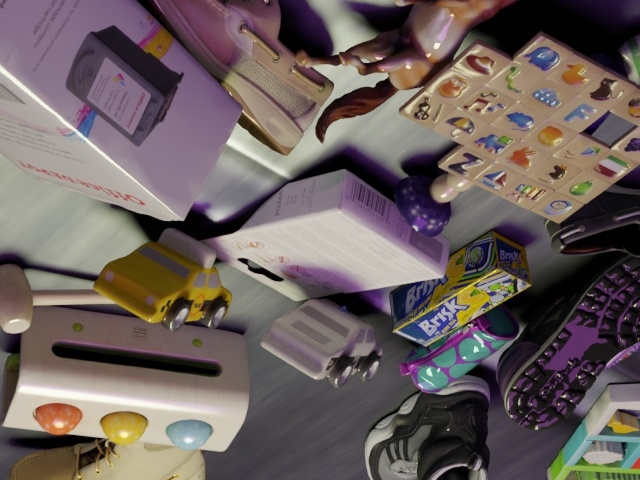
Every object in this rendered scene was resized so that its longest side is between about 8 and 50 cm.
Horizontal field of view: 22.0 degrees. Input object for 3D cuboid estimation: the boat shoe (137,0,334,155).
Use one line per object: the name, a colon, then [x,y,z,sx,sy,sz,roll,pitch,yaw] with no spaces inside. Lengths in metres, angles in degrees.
boat shoe: [-0.088,-0.193,1.475,0.098,0.109,0.302,-49,136,-4]

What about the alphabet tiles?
alphabet tiles: [0.202,-0.108,1.558,0.237,0.009,0.198,23,138,-27]

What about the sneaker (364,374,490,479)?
sneaker: [0.136,0.293,2.132,0.101,0.153,0.268,12,142,-21]

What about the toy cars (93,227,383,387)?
toy cars: [-0.071,0.069,1.817,0.393,0.176,0.087,21,100,-29]

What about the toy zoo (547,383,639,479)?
toy zoo: [0.443,0.261,2.223,0.192,0.030,0.293,5,145,-12]

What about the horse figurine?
horse figurine: [0.091,-0.192,1.491,0.174,0.066,0.263,1,142,-46]

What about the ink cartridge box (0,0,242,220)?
ink cartridge box: [-0.245,-0.160,1.386,0.226,0.131,0.306,18,164,39]

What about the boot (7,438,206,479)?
boot: [-0.273,0.266,2.106,0.262,0.095,0.203,-1,146,-7]

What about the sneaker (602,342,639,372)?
sneaker: [0.364,0.125,1.991,0.071,0.068,0.170,18,140,-37]

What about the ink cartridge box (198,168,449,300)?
ink cartridge box: [0.000,0.000,1.808,0.224,0.056,0.181,-9,150,42]

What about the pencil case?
pencil case: [0.167,0.125,1.972,0.070,0.064,0.151,4,147,-38]

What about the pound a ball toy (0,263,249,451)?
pound a ball toy: [-0.241,0.153,1.913,0.319,0.136,0.208,9,143,-19]

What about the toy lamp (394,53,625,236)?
toy lamp: [0.189,-0.096,1.645,0.080,0.080,0.274,24,136,-34]

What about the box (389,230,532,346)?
box: [0.157,0.057,1.882,0.059,0.054,0.169,25,136,-35]

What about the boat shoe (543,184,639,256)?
boat shoe: [0.355,-0.011,1.784,0.233,0.079,0.084,3,143,-13]

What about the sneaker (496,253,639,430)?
sneaker: [0.307,0.082,1.909,0.283,0.124,0.107,-44,113,13]

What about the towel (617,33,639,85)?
towel: [0.469,-0.165,1.608,0.324,0.038,0.248,-14,143,15]
